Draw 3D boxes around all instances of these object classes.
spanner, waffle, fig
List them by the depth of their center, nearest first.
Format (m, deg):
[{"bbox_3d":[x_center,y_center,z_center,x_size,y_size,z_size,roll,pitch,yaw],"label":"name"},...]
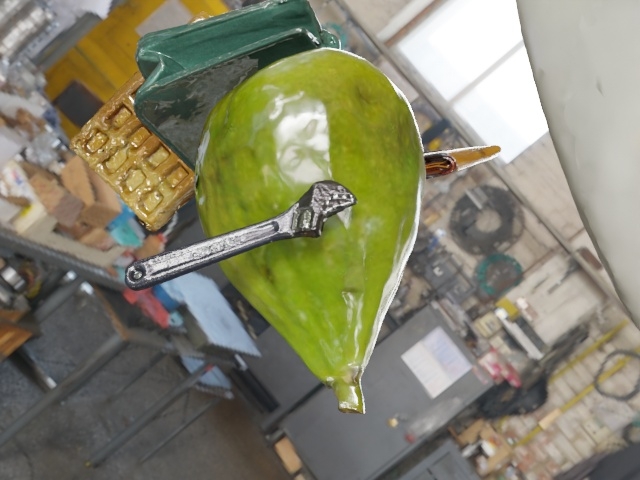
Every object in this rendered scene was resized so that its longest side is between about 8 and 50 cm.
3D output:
[{"bbox_3d":[-0.069,-0.003,0.696,0.012,0.208,0.046,62,10,-62],"label":"spanner"},{"bbox_3d":[-0.023,-0.019,0.792,0.233,0.314,0.233,16,-19,6],"label":"fig"},{"bbox_3d":[-0.235,-0.194,1.376,0.224,0.327,0.098,48,4,6],"label":"waffle"}]

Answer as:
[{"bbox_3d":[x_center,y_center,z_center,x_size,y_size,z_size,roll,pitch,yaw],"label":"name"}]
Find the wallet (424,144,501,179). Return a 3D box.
[{"bbox_3d":[0.174,-0.128,1.359,0.161,0.195,0.042,-24,104,-49],"label":"wallet"}]

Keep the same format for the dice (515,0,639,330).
[{"bbox_3d":[0.285,-0.118,0.423,0.277,0.304,0.304,53,34,-30],"label":"dice"}]

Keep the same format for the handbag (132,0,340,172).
[{"bbox_3d":[-0.055,-0.137,1.002,0.326,0.238,0.089,50,32,-53],"label":"handbag"}]
